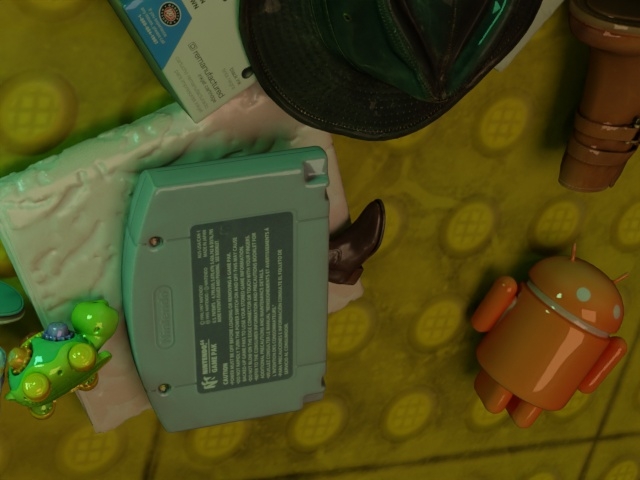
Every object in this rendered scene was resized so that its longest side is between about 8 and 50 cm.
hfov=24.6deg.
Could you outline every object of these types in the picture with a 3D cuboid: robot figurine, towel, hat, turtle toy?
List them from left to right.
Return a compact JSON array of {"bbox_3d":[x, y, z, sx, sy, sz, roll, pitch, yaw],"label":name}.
[{"bbox_3d":[-0.238,0.107,1.359,0.130,0.066,0.095,-34,167,-18],"label":"turtle toy"},{"bbox_3d":[-0.127,0.002,1.439,0.331,0.053,0.317,-27,131,-14],"label":"towel"},{"bbox_3d":[0.093,-0.211,1.246,0.331,0.134,0.331,-13,126,-19],"label":"hat"},{"bbox_3d":[0.265,0.109,1.711,0.219,0.158,0.128,-57,160,13],"label":"robot figurine"}]

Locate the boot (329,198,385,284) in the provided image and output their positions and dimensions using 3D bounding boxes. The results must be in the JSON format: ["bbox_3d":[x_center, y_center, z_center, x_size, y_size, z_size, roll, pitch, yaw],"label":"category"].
[{"bbox_3d":[0.000,0.000,1.459,0.114,0.037,0.106,7,119,-30],"label":"boot"}]

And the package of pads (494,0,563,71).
[{"bbox_3d":[0.143,-0.318,1.363,0.229,0.101,0.296,-49,132,5],"label":"package of pads"}]

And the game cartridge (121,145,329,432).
[{"bbox_3d":[-0.090,0.051,1.404,0.196,0.060,0.294,-10,126,-17],"label":"game cartridge"}]

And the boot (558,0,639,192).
[{"bbox_3d":[0.299,-0.156,1.550,0.283,0.109,0.220,-12,136,-58],"label":"boot"}]

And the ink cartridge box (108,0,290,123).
[{"bbox_3d":[-0.075,-0.227,1.296,0.203,0.086,0.148,-37,132,-6],"label":"ink cartridge box"}]

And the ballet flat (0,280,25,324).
[{"bbox_3d":[-0.354,0.055,1.337,0.168,0.057,0.052,13,135,-33],"label":"ballet flat"}]

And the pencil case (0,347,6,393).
[{"bbox_3d":[-0.370,0.211,1.383,0.124,0.113,0.273,4,118,-20],"label":"pencil case"}]
